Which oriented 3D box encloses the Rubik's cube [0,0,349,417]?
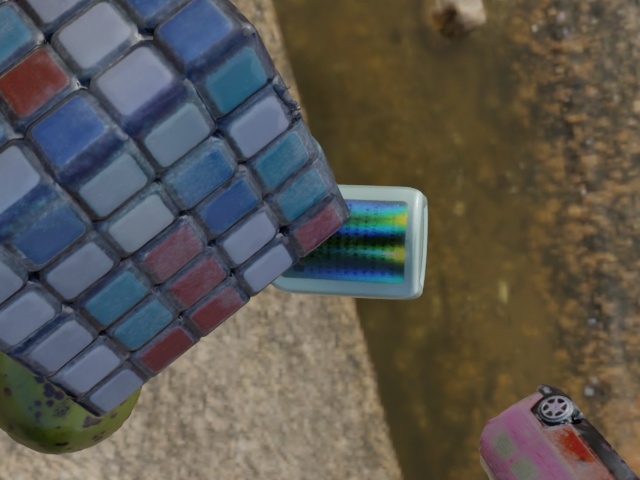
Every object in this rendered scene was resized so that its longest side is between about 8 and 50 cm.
[{"bbox_3d":[-0.192,-0.082,0.917,0.287,0.293,0.292,-39,152,-6],"label":"Rubik's cube"}]

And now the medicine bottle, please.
[{"bbox_3d":[0.000,0.000,1.251,0.083,0.228,0.121,21,72,-78],"label":"medicine bottle"}]

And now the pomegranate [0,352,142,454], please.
[{"bbox_3d":[-0.290,0.120,1.303,0.198,0.198,0.246,29,68,-38],"label":"pomegranate"}]

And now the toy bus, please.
[{"bbox_3d":[0.304,0.308,1.365,0.147,0.303,0.128,-28,127,-7],"label":"toy bus"}]
